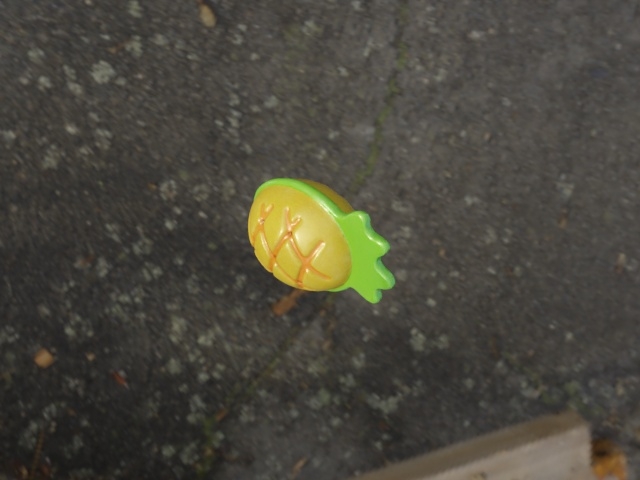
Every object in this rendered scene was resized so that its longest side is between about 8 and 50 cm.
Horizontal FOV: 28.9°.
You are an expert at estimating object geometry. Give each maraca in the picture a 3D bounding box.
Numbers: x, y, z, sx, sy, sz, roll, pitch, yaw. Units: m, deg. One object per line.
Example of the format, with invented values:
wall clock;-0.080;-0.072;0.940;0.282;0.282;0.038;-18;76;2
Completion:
maraca;0.000;0.000;1.250;0.099;0.185;0.127;-39;132;-33
